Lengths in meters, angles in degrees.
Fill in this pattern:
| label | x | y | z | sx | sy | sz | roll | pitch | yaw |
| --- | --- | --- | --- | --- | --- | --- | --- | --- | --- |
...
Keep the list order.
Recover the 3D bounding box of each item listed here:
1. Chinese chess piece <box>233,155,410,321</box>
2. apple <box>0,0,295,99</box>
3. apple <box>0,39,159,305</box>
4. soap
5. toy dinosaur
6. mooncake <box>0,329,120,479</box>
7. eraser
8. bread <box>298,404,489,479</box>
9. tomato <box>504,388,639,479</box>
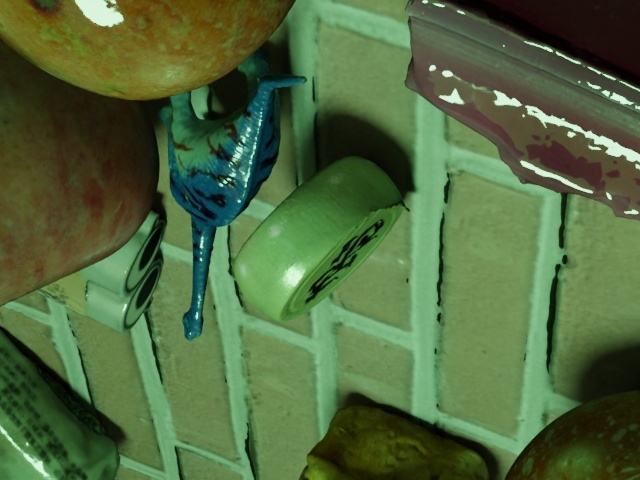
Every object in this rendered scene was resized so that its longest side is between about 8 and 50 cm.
| label | x | y | z | sx | sy | sz | roll | pitch | yaw |
| --- | --- | --- | --- | --- | --- | --- | --- | --- | --- |
| Chinese chess piece | 0.000 | 0.000 | 1.341 | 0.058 | 0.144 | 0.144 | 46 | 151 | 12 |
| apple | -0.127 | -0.208 | 1.050 | 0.253 | 0.253 | 0.253 | 22 | 148 | 15 |
| apple | -0.307 | -0.068 | 1.372 | 0.345 | 0.345 | 0.269 | -24 | 92 | 54 |
| soap | 0.222 | -0.105 | 0.935 | 0.325 | 0.220 | 0.127 | 27 | 153 | 8 |
| toy dinosaur | -0.079 | -0.067 | 1.323 | 0.076 | 0.144 | 0.329 | -2 | 145 | -24 |
| mooncake | -0.374 | 0.232 | 1.971 | 0.254 | 0.136 | 0.250 | 49 | 130 | -8 |
| eraser | -0.288 | -0.029 | 1.605 | 0.290 | 0.087 | 0.171 | 27 | 151 | 9 |
| bread | 0.064 | 0.307 | 1.715 | 0.195 | 0.149 | 0.344 | 22 | 148 | 15 |
| tomato | 0.263 | 0.233 | 1.376 | 0.270 | 0.222 | 0.270 | 1 | 151 | 0 |
